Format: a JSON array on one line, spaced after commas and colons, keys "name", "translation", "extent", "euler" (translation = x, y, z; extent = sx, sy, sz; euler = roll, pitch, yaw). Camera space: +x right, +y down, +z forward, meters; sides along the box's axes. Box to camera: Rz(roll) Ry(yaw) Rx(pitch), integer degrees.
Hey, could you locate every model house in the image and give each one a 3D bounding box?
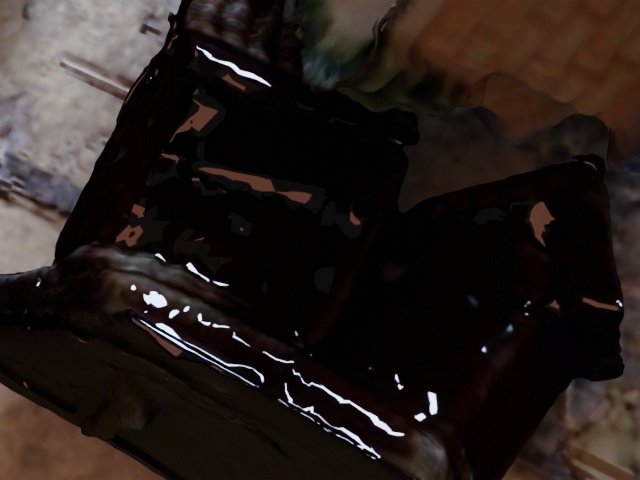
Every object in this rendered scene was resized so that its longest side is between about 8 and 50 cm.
[{"name": "model house", "translation": [0.092, -0.119, 0.447], "extent": [0.166, 0.172, 0.183], "euler": [-54, 33, 27]}, {"name": "model house", "translation": [0.002, 0.007, 0.480], "extent": [0.203, 0.141, 0.164], "euler": [33, 62, -3]}]
